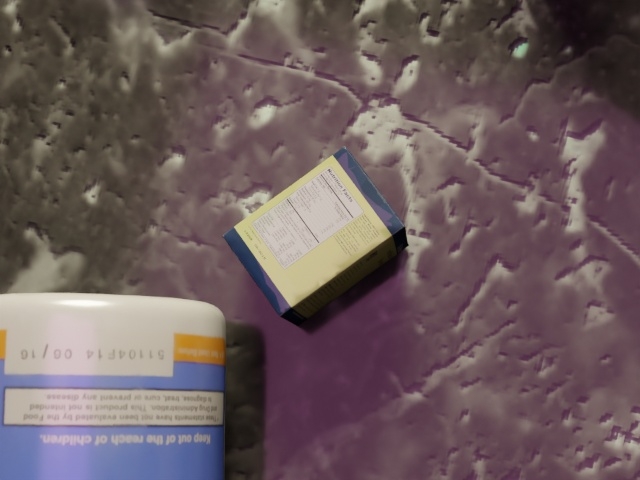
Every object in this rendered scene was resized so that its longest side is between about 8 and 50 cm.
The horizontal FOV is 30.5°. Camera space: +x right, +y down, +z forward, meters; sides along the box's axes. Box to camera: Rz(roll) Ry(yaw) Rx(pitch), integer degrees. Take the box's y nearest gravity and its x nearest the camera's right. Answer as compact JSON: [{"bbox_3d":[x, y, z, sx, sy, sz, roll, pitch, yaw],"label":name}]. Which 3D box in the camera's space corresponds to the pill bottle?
[{"bbox_3d":[-0.126,0.168,0.617,0.152,0.152,0.272,0,81,5],"label":"pill bottle"}]

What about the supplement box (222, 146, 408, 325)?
[{"bbox_3d":[0.000,0.000,0.664,0.083,0.083,0.056,-36,81,0],"label":"supplement box"}]
